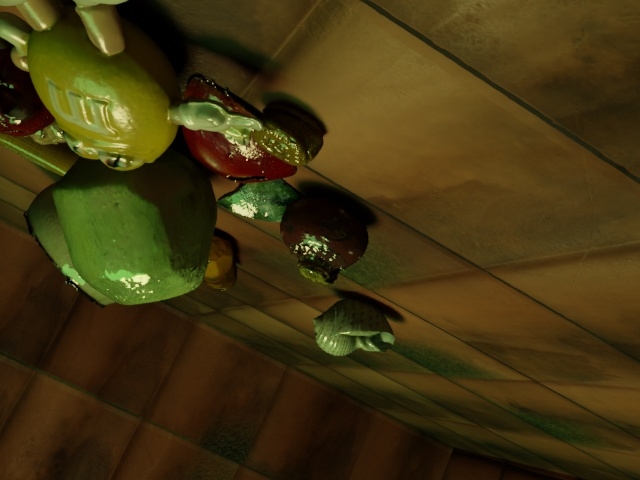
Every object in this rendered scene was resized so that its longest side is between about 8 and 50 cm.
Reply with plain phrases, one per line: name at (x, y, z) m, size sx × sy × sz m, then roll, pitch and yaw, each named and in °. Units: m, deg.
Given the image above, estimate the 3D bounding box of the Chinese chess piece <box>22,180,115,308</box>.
Chinese chess piece at (-0.605, 0.007, 2.094) m, size 0.349 × 0.146 × 0.349 m, roll 52°, pitch 179°, yaw 2°

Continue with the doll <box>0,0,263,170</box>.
doll at (-0.268, -0.226, 1.030) m, size 0.348 × 0.161 × 0.423 m, roll 5°, pitch 150°, yaw 40°

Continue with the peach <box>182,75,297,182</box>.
peach at (-0.138, -0.148, 1.239) m, size 0.189 × 0.068 × 0.279 m, roll 14°, pitch 161°, yaw 28°

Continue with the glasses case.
glasses case at (-0.627, -0.215, 1.759) m, size 0.234 × 0.079 × 0.064 m, roll 28°, pitch 158°, yaw -11°

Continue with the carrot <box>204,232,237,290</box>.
carrot at (-0.269, 0.058, 2.053) m, size 0.114 × 0.114 × 0.302 m, roll 24°, pitch 166°, yaw 5°

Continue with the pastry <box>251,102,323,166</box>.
pastry at (-0.046, -0.147, 1.121) m, size 0.097 × 0.057 × 0.109 m, roll 26°, pitch 164°, yaw 19°

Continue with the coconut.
coconut at (-0.325, -0.054, 1.436) m, size 0.281 × 0.329 × 0.328 m, roll -10°, pitch 156°, yaw 10°

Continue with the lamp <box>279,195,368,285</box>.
lamp at (0.002, 0.000, 1.378) m, size 0.157 × 0.135 × 0.156 m, roll 31°, pitch 163°, yaw -13°

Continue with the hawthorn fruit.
hawthorn fruit at (-0.509, -0.245, 1.371) m, size 0.148 × 0.148 × 0.172 m, roll 21°, pitch 180°, yaw 16°

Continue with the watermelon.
watermelon at (-0.087, -0.082, 1.429) m, size 0.155 × 0.080 × 0.101 m, roll 30°, pitch 129°, yaw -8°

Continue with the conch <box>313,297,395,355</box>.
conch at (0.081, 0.205, 1.960) m, size 0.199 × 0.131 × 0.172 m, roll 2°, pitch 145°, yaw -23°

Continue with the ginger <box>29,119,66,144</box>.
ginger at (-0.531, -0.234, 1.549) m, size 0.204 × 0.080 × 0.104 m, roll 4°, pitch 130°, yaw 48°
